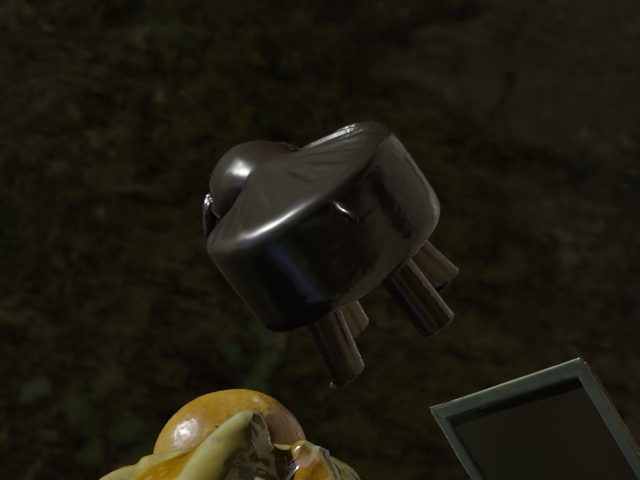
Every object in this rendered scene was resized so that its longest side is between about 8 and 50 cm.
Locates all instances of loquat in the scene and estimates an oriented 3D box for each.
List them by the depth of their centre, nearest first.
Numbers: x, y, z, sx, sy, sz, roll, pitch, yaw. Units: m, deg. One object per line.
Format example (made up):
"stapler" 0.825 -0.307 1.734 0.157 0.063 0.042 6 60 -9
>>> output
"loquat" -0.078 0.198 1.513 0.141 0.141 0.141 -168 90 -76

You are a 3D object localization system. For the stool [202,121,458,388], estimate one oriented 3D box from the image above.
"stool" 0.000 0.000 1.011 0.125 0.121 0.217 -40 19 -13

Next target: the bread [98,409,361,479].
"bread" -0.061 0.294 0.970 0.341 0.210 0.300 87 180 -54

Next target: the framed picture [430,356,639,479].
"framed picture" 0.204 0.214 1.331 0.252 0.014 0.197 59 145 -2
